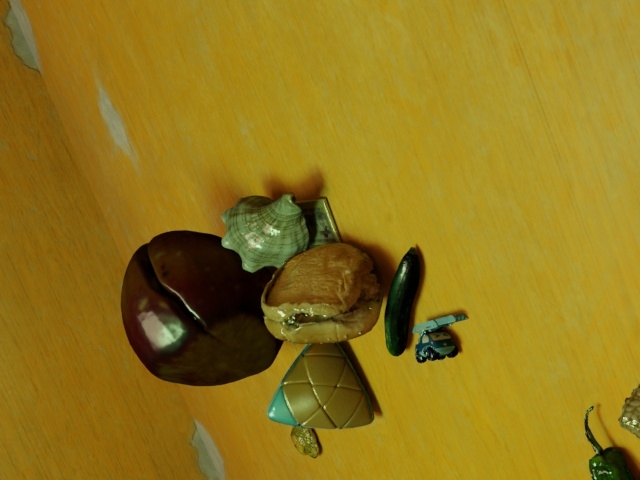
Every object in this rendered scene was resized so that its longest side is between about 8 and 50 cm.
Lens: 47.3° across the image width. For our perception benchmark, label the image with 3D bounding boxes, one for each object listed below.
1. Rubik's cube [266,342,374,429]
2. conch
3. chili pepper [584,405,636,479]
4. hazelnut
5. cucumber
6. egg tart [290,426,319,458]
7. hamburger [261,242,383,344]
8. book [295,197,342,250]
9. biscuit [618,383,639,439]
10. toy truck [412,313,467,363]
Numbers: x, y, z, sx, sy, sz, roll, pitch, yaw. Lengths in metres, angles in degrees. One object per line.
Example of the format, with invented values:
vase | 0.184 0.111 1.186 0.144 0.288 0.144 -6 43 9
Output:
Rubik's cube | 0.029 0.370 1.763 0.254 0.254 0.254 41 145 38
conch | -0.125 -0.009 1.631 0.203 0.169 0.386 42 170 -9
chili pepper | 0.463 0.383 1.059 0.279 0.065 0.122 48 146 30
hazelnut | -0.295 0.180 1.830 0.402 0.429 0.402 -13 70 39
cucumber | 0.154 0.127 1.404 0.056 0.056 0.284 43 145 36
egg tart | -0.050 0.583 2.146 0.130 0.052 0.130 43 145 41
hamburger | -0.003 0.111 1.462 0.286 0.243 0.146 23 135 56
book | 0.000 0.000 1.612 0.168 0.013 0.192 -2 112 60
biscuit | 0.467 0.247 0.929 0.168 0.082 0.070 35 165 43
toy truck | 0.221 0.179 1.328 0.136 0.063 0.074 -29 68 60
